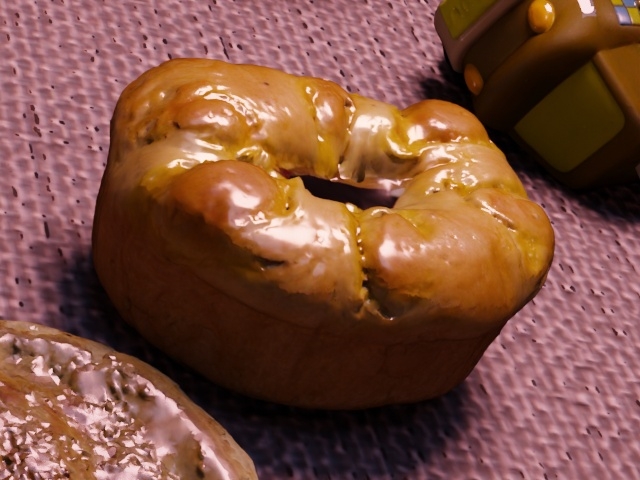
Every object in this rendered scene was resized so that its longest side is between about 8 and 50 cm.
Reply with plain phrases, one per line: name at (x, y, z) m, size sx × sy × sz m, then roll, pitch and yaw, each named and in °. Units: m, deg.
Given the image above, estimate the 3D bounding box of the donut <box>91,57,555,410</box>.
donut at (0.000, 0.000, 0.988) m, size 0.261 × 0.128 × 0.208 m, roll 8°, pitch 37°, yaw -24°

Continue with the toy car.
toy car at (0.224, -0.129, 1.303) m, size 0.247 × 0.204 × 0.198 m, roll -9°, pitch 68°, yaw -39°

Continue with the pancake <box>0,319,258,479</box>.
pancake at (-0.144, 0.115, 0.813) m, size 0.253 × 0.037 × 0.254 m, roll 17°, pitch 34°, yaw -12°
